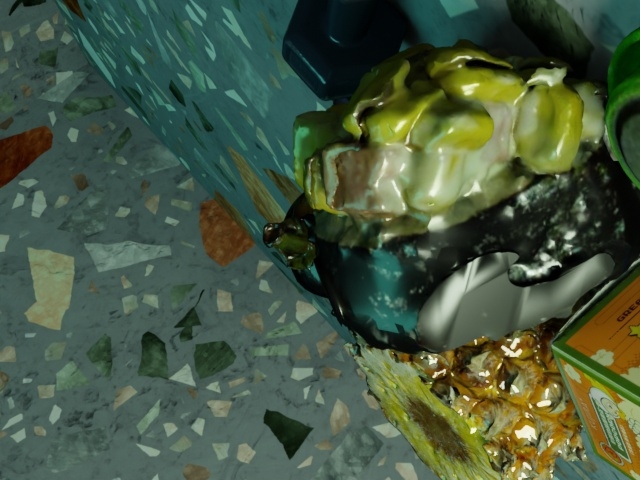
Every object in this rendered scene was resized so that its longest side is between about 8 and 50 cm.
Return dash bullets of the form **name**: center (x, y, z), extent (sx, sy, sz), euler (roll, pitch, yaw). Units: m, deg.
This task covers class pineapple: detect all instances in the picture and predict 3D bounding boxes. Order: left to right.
- **pineapple**: center (0.239, 0.164, 1.128), extent (0.352, 0.300, 0.352), euler (49, 168, 14)

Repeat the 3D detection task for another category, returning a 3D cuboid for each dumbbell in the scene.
- **dumbbell**: center (0.040, -0.280, 0.943), extent (0.316, 0.156, 0.143), euler (108, 151, -75)

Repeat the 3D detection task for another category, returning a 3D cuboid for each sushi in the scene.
- **sushi**: center (0.129, -0.070, 0.892), extent (0.328, 0.328, 0.285), euler (-117, 5, -73)

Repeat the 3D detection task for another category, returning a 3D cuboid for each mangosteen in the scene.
- **mangosteen**: center (0.000, 0.000, 1.579), extent (0.231, 0.289, 0.231), euler (3, 94, 51)

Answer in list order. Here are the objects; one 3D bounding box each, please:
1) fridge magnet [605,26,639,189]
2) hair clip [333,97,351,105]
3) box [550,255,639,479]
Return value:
- **fridge magnet**: center (0.309, -0.083, 0.669), extent (0.208, 0.088, 0.208), euler (48, 167, 14)
- **hair clip**: center (0.071, -0.185, 1.132), extent (0.052, 0.124, 0.195), euler (53, 168, -30)
- **box**: center (0.370, 0.144, 0.892), extent (0.148, 0.177, 0.195), euler (35, 160, 53)
